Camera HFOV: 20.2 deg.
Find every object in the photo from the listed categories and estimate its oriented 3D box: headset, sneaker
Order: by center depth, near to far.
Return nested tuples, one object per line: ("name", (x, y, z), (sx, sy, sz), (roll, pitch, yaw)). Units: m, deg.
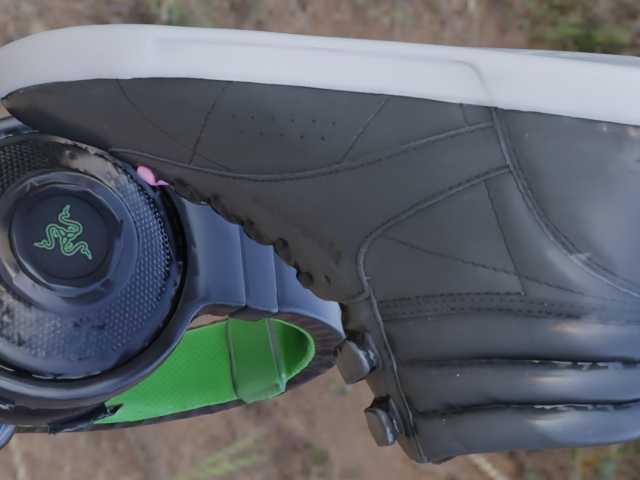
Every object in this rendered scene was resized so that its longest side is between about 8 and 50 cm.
("sneaker", (0.000, 0.000, 0.638), (0.104, 0.295, 0.147), (-12, 108, -63))
("headset", (-0.162, 0.059, 0.816), (0.394, 0.243, 0.185), (11, 65, -40))
